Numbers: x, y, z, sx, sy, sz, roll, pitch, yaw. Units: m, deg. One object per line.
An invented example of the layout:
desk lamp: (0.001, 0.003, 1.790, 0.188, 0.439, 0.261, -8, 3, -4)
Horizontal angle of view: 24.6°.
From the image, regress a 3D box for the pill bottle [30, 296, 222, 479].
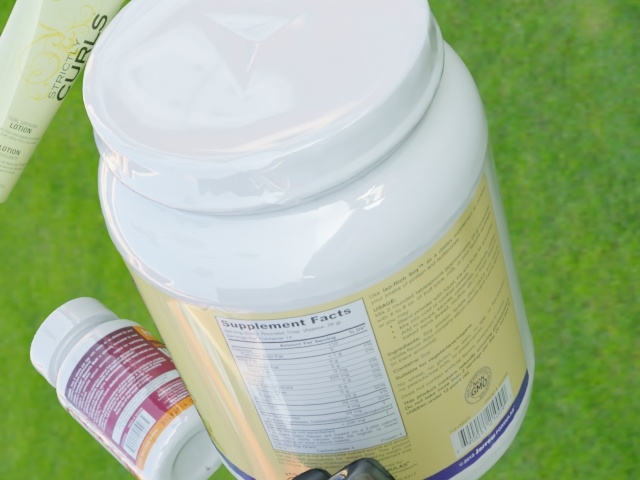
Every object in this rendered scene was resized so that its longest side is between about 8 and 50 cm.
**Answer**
pill bottle: (-0.199, 0.159, 1.538, 0.221, 0.121, 0.121, 38, 126, 30)

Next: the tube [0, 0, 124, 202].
tube: (-0.221, -0.141, 1.146, 0.062, 0.070, 0.240, 35, 107, 7)

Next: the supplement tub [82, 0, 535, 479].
supplement tub: (0.000, 0.000, 0.939, 0.241, 0.241, 0.331, 46, 162, 43)

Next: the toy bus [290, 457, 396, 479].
toy bus: (-0.019, 0.238, 0.804, 0.149, 0.211, 0.220, 53, 158, 0)
